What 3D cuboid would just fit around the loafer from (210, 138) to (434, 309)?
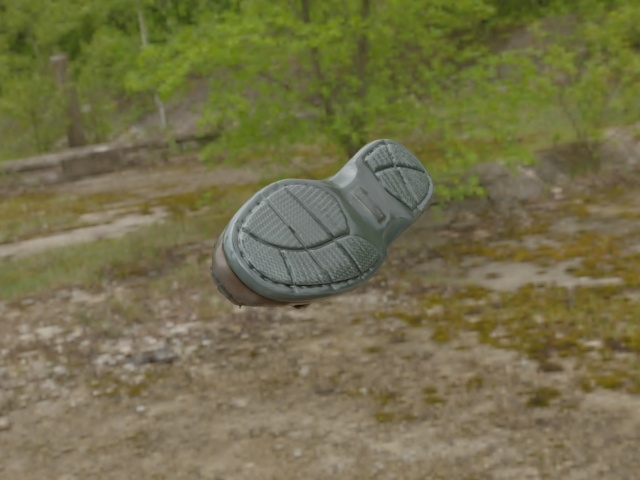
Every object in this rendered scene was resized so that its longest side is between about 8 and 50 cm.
[{"bbox_3d":[0.000,0.000,0.810,0.084,0.096,0.267,-42,-6,36],"label":"loafer"}]
